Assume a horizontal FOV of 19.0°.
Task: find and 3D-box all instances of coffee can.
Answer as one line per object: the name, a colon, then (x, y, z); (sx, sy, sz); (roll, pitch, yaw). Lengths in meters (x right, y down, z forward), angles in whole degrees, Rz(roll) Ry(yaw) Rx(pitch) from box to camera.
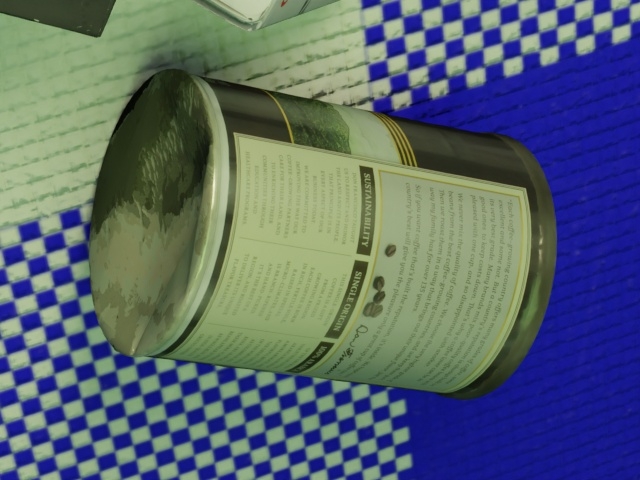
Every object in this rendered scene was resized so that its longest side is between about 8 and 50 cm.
coffee can: (0.000, 0.000, 1.366); (0.275, 0.201, 0.201); (9, 117, -29)

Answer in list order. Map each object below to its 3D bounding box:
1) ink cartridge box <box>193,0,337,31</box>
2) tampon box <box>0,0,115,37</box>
ink cartridge box: (-0.010, -0.227, 1.203); (0.092, 0.218, 0.158); (32, 109, 5)
tampon box: (-0.190, -0.213, 1.165); (0.120, 0.161, 0.101); (11, 116, -30)
